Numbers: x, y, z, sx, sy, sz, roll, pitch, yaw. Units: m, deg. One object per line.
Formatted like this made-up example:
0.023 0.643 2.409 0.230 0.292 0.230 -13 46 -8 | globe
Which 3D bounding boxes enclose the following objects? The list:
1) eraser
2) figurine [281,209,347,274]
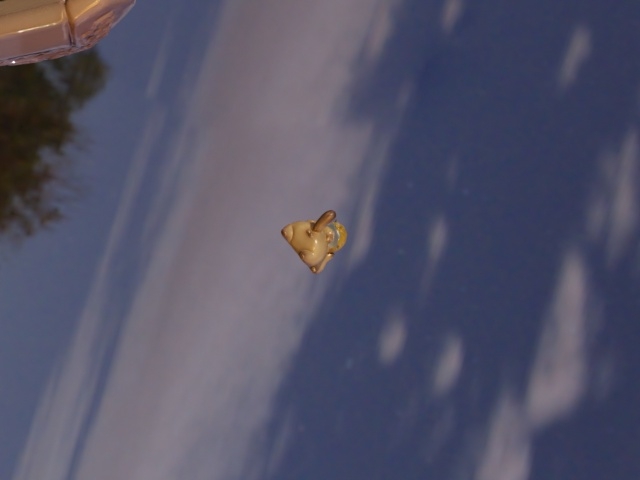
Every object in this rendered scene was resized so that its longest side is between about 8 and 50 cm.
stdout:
-0.225 -0.179 1.341 0.243 0.204 0.059 -33 111 -72 | eraser
0.000 0.000 1.449 0.051 0.047 0.083 -33 168 2 | figurine
